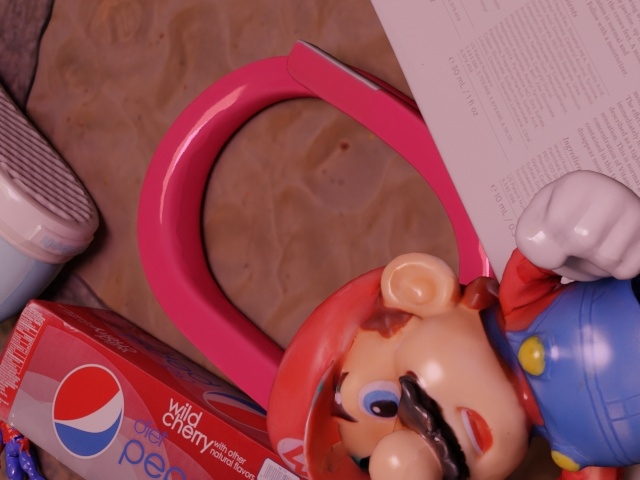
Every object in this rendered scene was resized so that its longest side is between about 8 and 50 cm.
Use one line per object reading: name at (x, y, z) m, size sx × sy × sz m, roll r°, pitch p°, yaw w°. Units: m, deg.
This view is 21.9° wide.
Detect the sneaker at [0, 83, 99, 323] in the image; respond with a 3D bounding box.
sneaker at (-0.315, -0.080, 1.216) m, size 0.150 × 0.135 × 0.366 m, roll -48°, pitch 58°, yaw 14°

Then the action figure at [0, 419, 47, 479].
action figure at (-0.214, 0.150, 1.167) m, size 0.038 × 0.030 × 0.115 m, roll -34°, pitch 62°, yaw 31°

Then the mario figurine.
mario figurine at (0.111, 0.082, 0.759) m, size 0.321 × 0.170 × 0.198 m, roll -11°, pitch 78°, yaw 31°

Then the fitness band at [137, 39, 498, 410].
fitness band at (0.000, 0.000, 1.037) m, size 0.291 × 0.054 × 0.209 m, roll 39°, pitch 106°, yaw 34°

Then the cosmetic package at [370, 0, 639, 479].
cosmetic package at (0.207, -0.086, 0.878) m, size 0.284 × 0.097 × 0.377 m, roll -35°, pitch 64°, yaw 28°

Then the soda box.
soda box at (-0.091, 0.127, 1.045) m, size 0.263 × 0.092 × 0.083 m, roll 28°, pitch 98°, yaw 35°
